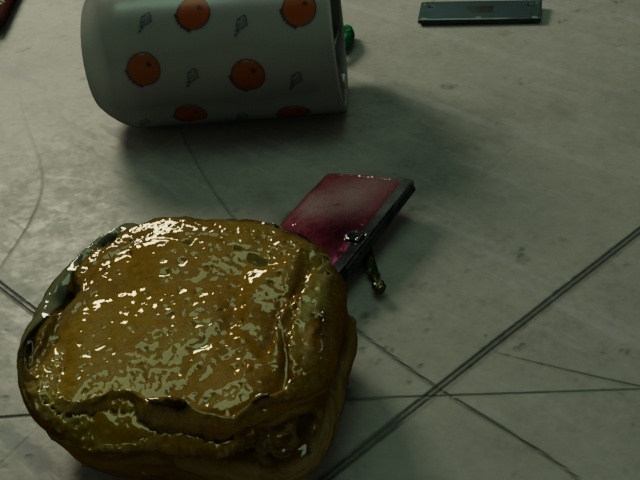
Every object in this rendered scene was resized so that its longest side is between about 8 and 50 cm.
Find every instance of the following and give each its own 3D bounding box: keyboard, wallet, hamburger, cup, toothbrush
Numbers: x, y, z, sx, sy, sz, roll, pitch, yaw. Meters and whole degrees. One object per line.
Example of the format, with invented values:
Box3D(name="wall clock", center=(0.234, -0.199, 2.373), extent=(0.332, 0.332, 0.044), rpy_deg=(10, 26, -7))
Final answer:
Box3D(name="keyboard", center=(0.231, -0.330, 1.753), extent=(0.176, 0.014, 0.055), rpy_deg=(1, 37, 12))
Box3D(name="wallet", center=(0.000, 0.000, 1.307), extent=(0.119, 0.025, 0.232), rpy_deg=(6, 39, 33))
Box3D(name="hamburger", center=(-0.119, 0.104, 1.084), extent=(0.318, 0.158, 0.318), rpy_deg=(-4, 36, 3))
Box3D(name="cup", center=(-0.133, -0.255, 1.545), extent=(0.317, 0.212, 0.212), rpy_deg=(-5, 35, 5))
Box3D(name="toothbrush", center=(-0.512, -0.435, 2.018), extent=(0.041, 0.041, 0.364), rpy_deg=(-5, 35, 3))

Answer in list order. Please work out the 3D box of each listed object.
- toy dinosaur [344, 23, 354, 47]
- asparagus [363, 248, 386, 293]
Box3D(name="toy dinosaur", center=(-0.008, -0.282, 1.699), extent=(0.096, 0.059, 0.132), rpy_deg=(14, 32, 19))
Box3D(name="asparagus", center=(0.052, 0.020, 1.293), extent=(0.015, 0.018, 0.127), rpy_deg=(-34, 32, 10))
